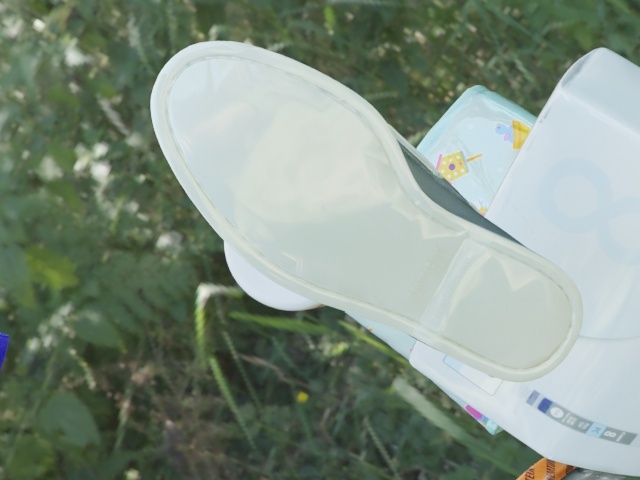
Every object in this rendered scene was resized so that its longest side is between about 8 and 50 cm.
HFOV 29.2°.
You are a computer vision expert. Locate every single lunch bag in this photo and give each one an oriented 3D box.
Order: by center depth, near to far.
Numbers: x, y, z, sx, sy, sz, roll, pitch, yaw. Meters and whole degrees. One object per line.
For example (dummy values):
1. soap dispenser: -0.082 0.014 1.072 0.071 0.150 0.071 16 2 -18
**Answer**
1. lunch bag: 0.174 0.010 1.170 0.223 0.160 0.262 38 112 25

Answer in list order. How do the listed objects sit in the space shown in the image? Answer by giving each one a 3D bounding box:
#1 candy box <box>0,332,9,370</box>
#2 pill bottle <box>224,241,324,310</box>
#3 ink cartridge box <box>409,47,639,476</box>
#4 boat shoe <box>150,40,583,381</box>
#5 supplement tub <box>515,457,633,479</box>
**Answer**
1. candy box: -0.520 0.096 1.216 0.317 0.268 0.122 11 83 30
2. pill bottle: 0.000 0.000 1.436 0.152 0.152 0.272 -55 -12 9
3. ink cartridge box: 0.285 0.084 0.908 0.091 0.385 0.308 -42 -18 -45
4. boat shoe: 0.023 -0.016 0.765 0.116 0.319 0.099 -56 24 3
5. supplement tub: 0.307 0.365 1.200 0.316 0.193 0.193 45 105 29
